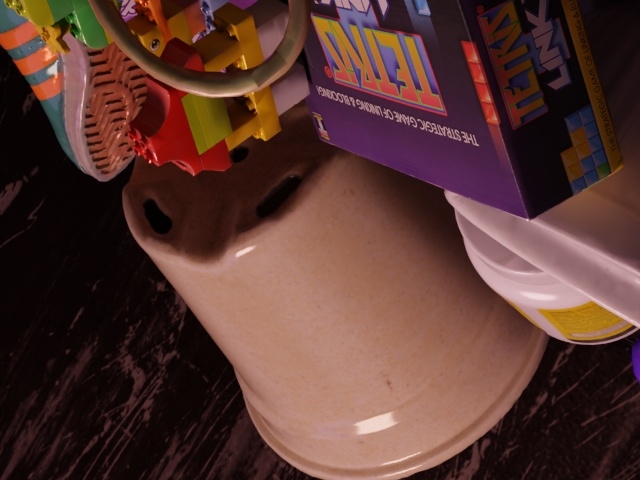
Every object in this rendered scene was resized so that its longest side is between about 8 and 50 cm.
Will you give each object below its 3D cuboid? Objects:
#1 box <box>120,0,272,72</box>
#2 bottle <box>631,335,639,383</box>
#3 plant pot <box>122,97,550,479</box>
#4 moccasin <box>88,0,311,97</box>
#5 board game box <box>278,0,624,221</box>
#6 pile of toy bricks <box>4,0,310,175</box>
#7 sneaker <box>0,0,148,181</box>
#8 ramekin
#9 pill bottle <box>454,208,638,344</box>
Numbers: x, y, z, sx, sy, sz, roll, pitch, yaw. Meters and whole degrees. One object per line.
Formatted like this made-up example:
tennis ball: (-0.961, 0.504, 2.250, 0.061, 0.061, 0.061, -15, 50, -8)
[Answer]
box: (-0.136, -0.182, 0.861, 0.201, 0.057, 0.293, 27, -170, -29)
bottle: (0.363, 0.119, 1.136, 0.092, 0.118, 0.283, 60, 166, -21)
plant pot: (0.000, 0.000, 1.290, 0.334, 0.334, 0.305, 29, 166, 43)
moccasin: (-0.033, -0.120, 0.296, 0.139, 0.147, 0.380, 31, 178, -12)
board game box: (0.031, -0.094, 0.560, 0.170, 0.048, 0.141, 27, 141, 61)
pile of toy bricks: (-0.089, -0.122, 0.567, 0.118, 0.105, 0.212, 34, 151, 38)
sneaker: (-0.215, -0.179, 1.206, 0.121, 0.108, 0.302, 29, 147, 25)
ramekin: (0.168, -0.016, 0.633, 0.207, 0.109, 0.207, 30, 178, 1)
pill bottle: (0.161, -0.004, 0.956, 0.119, 0.119, 0.208, 30, 178, 23)
